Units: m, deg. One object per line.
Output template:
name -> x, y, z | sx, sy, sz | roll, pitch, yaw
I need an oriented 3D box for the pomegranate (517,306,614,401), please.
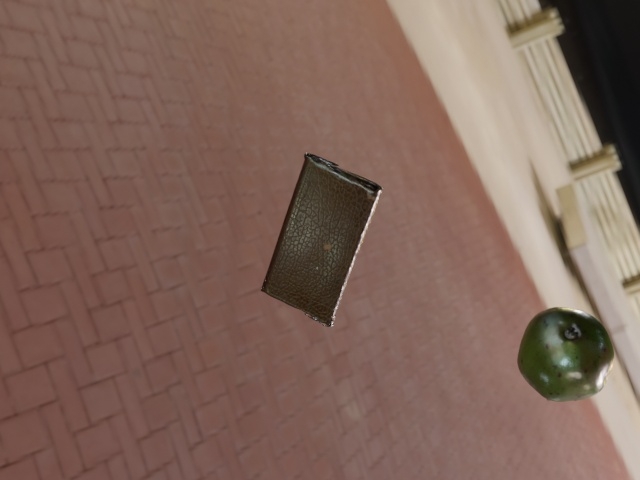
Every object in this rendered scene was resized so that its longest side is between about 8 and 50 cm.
pomegranate -> 0.465, 0.234, 2.177 | 0.225, 0.187, 0.187 | 91, -9, -59

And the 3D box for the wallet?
wallet -> 0.000, 0.000, 1.737 | 0.039, 0.133, 0.243 | -35, 147, -63
